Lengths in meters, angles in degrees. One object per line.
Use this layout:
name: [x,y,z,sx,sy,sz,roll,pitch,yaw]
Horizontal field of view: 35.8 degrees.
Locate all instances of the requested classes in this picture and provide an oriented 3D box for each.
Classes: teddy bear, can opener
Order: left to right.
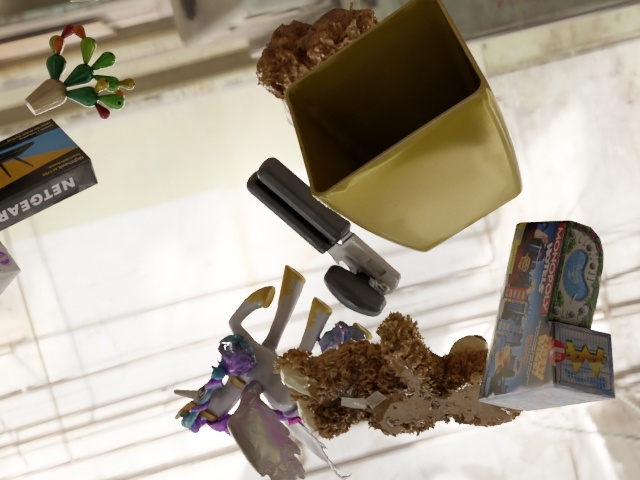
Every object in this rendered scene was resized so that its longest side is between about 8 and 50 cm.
can opener: [0.000,0.000,1.486,0.076,0.283,0.095,-41,-169,48]
teddy bear: [0.104,0.187,1.344,0.337,0.245,0.113,-19,-145,26]

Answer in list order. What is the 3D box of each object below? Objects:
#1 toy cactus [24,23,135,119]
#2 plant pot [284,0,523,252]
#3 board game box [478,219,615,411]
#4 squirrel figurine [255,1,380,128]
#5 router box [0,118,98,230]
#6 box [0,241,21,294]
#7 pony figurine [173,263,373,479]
toy cactus: [-0.450,-0.287,1.793,0.180,0.219,0.112,-37,166,-18]
plant pot: [0.112,-0.115,1.125,0.212,0.187,0.212,-33,-140,16]
board game box: [0.225,0.081,0.945,0.060,0.194,0.194,12,179,-9]
squirrel figurine: [0.093,-0.283,1.885,0.370,0.281,0.397,31,-171,32]
router box: [-0.404,-0.083,1.308,0.178,0.046,0.133,-30,-135,-22]
box: [-0.553,0.060,1.363,0.067,0.063,0.324,-44,168,23]
pony figurine: [-0.073,0.273,1.814,0.363,0.351,0.303,-53,156,5]
